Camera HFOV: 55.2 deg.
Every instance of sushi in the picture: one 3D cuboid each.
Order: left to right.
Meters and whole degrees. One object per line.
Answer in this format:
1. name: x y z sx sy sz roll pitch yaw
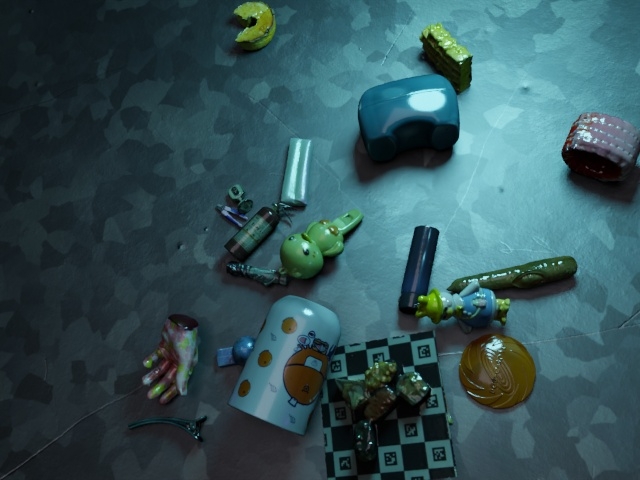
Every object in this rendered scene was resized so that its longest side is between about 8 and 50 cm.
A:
1. sushi: 0.142 0.423 1.537 0.343 0.064 0.359 -15 68 24

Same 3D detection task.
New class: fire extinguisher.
1. fire extinguisher: -0.172 -0.030 1.815 0.231 0.071 0.099 -44 94 -8

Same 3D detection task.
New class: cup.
1. cup: -0.083 0.315 1.593 0.212 0.212 0.317 17 74 16

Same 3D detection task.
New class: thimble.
1. thimble: 0.758 -0.248 1.652 0.189 0.163 0.125 27 77 5

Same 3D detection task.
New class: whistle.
1. whistle: -0.220 0.309 1.689 0.158 0.090 0.090 -11 69 7
2. whistle: -0.004 -0.004 1.732 0.294 0.141 0.141 -45 69 -8

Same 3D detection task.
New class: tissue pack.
1. tissue pack: 0.251 -0.367 1.775 0.287 0.198 0.206 -12 70 9

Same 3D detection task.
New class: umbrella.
1. umbrella: -0.184 0.101 1.780 0.188 0.046 0.050 12 91 13

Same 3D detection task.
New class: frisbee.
1. frisbee: 0.454 0.333 1.573 0.192 0.035 0.192 -4 69 9

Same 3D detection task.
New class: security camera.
1. security camera: -0.250 -0.132 1.875 0.058 0.058 0.092 -39 60 -4

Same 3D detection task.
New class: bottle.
1. bottle: 0.267 0.081 1.681 0.082 0.072 0.244 -6 64 47

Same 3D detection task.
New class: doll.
1. doll: 0.366 0.174 1.596 0.241 0.135 0.099 1 56 -6

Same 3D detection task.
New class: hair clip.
1. hair clip: -0.424 0.508 1.689 0.229 0.039 0.070 1 70 16

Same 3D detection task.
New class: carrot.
1. carrot: 0.507 0.100 1.632 0.342 0.070 0.070 -12 69 8

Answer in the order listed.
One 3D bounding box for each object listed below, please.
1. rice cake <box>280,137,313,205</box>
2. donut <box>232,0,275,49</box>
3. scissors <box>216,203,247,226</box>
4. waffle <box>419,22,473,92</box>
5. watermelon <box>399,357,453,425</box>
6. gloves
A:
1. rice cake: -0.068 -0.211 1.868 0.080 0.042 0.222 2 70 13
2. donut: -0.216 -0.721 2.065 0.146 0.078 0.181 -11 63 6
3. scissors: -0.275 -0.082 1.878 0.113 0.012 0.039 33 80 20
4. waffle: 0.372 -0.565 1.843 0.055 0.160 0.211 -34 68 -2
5. watermelon: 0.259 0.371 1.589 0.119 0.063 0.245 -16 63 -6
6. gloves: -0.406 0.337 1.704 0.145 0.126 0.241 17 103 11
